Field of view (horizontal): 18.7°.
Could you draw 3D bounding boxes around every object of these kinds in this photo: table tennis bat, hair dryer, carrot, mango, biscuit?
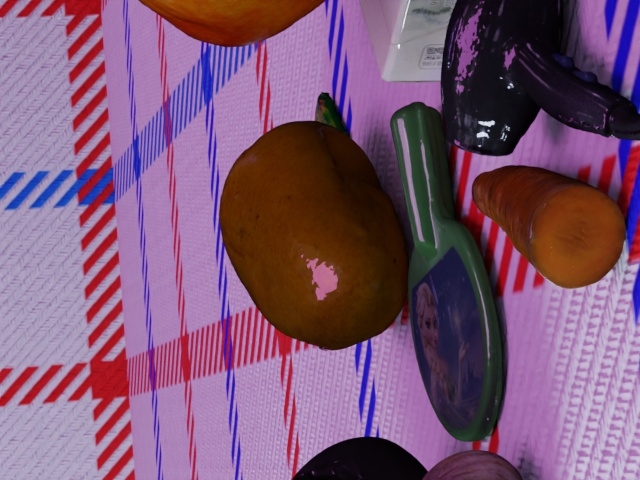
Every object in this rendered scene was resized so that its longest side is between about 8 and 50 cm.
[{"bbox_3d":[0.089,0.021,1.426,0.160,0.039,0.257,132,130,-69],"label":"table tennis bat"},{"bbox_3d":[0.148,-0.116,1.128,0.219,0.075,0.195,46,129,55],"label":"hair dryer"},{"bbox_3d":[0.130,-0.020,1.211,0.209,0.061,0.061,-134,42,-76],"label":"carrot"},{"bbox_3d":[0.000,0.000,1.601,0.262,0.130,0.167,-123,37,-53],"label":"mango"},{"bbox_3d":[0.009,-0.099,1.768,0.089,0.016,0.046,-111,22,-52],"label":"biscuit"}]

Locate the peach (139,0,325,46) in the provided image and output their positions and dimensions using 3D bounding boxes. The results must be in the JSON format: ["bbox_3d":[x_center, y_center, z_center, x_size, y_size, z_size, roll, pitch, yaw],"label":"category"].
[{"bbox_3d":[-0.069,-0.309,1.514,0.308,0.289,0.289,64,172,-15],"label":"peach"}]

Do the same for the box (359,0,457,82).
[{"bbox_3d":[0.080,-0.252,1.319,0.256,0.069,0.164,104,158,-50],"label":"box"}]

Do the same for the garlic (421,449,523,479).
[{"bbox_3d":[0.096,0.222,1.302,0.147,0.102,0.159,123,142,-70],"label":"garlic"}]

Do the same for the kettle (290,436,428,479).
[{"bbox_3d":[0.006,0.278,1.432,0.207,0.251,0.271,11,95,64],"label":"kettle"}]
